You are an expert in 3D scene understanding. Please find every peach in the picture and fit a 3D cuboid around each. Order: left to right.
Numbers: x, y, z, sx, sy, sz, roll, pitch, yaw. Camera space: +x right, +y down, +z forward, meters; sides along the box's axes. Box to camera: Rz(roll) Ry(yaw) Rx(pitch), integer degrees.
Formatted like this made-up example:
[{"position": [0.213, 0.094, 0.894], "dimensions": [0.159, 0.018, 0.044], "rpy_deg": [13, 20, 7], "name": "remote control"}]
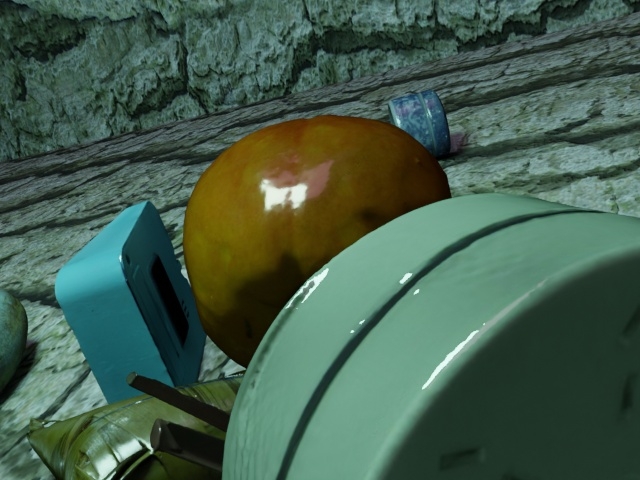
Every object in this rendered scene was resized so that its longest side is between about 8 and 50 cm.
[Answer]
[{"position": [0.000, 0.000, 0.926], "dimensions": [0.343, 0.342, 0.301], "rpy_deg": [-11, 44, 17], "name": "peach"}]

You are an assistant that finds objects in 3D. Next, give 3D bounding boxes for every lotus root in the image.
[{"position": [-0.543, 0.186, 1.149], "dimensions": [0.158, 0.139, 0.322], "rpy_deg": [5, 25, -11], "name": "lotus root"}]

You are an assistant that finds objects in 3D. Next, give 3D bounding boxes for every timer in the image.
[{"position": [-0.238, 0.087, 1.020], "dimensions": [0.091, 0.231, 0.250], "rpy_deg": [-17, 19, 8], "name": "timer"}]

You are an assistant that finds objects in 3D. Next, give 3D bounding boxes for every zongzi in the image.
[{"position": [-0.169, 0.204, 0.833], "dimensions": [0.260, 0.123, 0.289], "rpy_deg": [-22, 17, -27], "name": "zongzi"}]

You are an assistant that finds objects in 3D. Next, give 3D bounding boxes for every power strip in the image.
[{"position": [0.115, 0.152, 0.435], "dimensions": [0.358, 0.357, 0.161], "rpy_deg": [-23, 20, -17], "name": "power strip"}]

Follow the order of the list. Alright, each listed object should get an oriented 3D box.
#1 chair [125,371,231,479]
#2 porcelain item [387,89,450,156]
[{"position": [-0.035, 0.245, 0.626], "dimensions": [0.326, 0.183, 0.176], "rpy_deg": [24, 2, -27], "name": "chair"}, {"position": [0.214, -0.242, 1.623], "dimensions": [0.114, 0.147, 0.147], "rpy_deg": [-14, 21, 2], "name": "porcelain item"}]
